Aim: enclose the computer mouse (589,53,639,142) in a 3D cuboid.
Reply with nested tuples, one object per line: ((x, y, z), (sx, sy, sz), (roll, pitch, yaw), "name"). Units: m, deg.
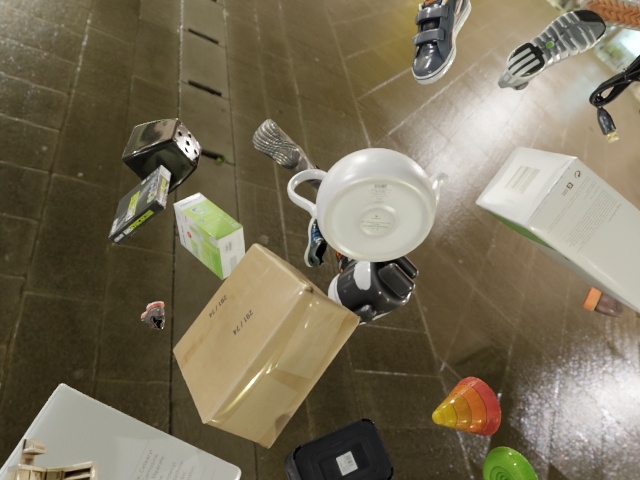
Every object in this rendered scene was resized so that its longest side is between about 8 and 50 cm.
((0.571, -0.185, 0.821), (0.060, 0.184, 0.262), (-31, 89, -18), "computer mouse")

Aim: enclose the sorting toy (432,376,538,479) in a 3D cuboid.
((0.317, 0.450, 0.914), (0.126, 0.127, 0.366), (-2, 55, -30), "sorting toy")

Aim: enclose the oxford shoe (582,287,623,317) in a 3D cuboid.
((0.805, 0.099, 1.283), (0.098, 0.097, 0.271), (28, 64, 29), "oxford shoe")

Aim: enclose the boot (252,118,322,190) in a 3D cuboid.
((-0.107, -0.300, 1.750), (0.222, 0.118, 0.338), (33, 15, -44), "boot")

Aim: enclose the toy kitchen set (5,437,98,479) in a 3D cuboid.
((-0.343, 0.288, 0.617), (0.075, 0.083, 0.068), (-10, 61, 0), "toy kitchen set")

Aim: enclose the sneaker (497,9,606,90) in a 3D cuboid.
((0.469, -0.390, 1.006), (0.228, 0.132, 0.086), (-27, 84, -6), "sneaker")

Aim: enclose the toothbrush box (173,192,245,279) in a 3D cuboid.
((-0.422, -0.019, 1.829), (0.122, 0.206, 0.283), (-31, 52, -33), "toothbrush box")

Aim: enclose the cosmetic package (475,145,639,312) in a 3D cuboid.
((0.527, -0.023, 0.959), (0.365, 0.155, 0.197), (32, 9, -16), "cosmetic package")

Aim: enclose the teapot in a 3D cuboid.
((0.104, -0.093, 0.979), (0.256, 0.252, 0.187), (37, 31, -27), "teapot")

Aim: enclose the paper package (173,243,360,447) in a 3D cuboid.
((-0.128, 0.206, 1.022), (0.168, 0.325, 0.309), (37, -2, -33), "paper package")

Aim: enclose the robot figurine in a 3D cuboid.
((0.148, 0.139, 1.373), (0.209, 0.278, 0.174), (-2, 65, -46), "robot figurine")

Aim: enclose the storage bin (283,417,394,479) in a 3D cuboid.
((0.034, 0.434, 0.917), (0.180, 0.084, 0.122), (-14, 64, -24), "storage bin")

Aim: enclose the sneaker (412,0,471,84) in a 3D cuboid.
((0.320, -0.595, 1.339), (0.127, 0.126, 0.321), (40, 64, -43), "sneaker")

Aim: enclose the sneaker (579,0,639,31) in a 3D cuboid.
((0.686, -0.479, 0.950), (0.302, 0.108, 0.121), (21, 82, 5), "sneaker")

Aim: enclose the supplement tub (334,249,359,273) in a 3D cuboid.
((0.157, 0.047, 1.662), (0.207, 0.207, 0.338), (15, 41, -29), "supplement tub")

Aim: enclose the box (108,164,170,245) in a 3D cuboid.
((-0.506, -0.103, 1.345), (0.045, 0.184, 0.191), (46, 19, -36), "box")

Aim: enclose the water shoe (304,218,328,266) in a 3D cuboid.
((0.000, 0.000, 1.741), (0.073, 0.080, 0.203), (23, 70, -45), "water shoe")

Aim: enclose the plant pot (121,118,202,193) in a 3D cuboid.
((-0.496, -0.285, 1.549), (0.188, 0.167, 0.187), (52, 24, -40), "plant pot")

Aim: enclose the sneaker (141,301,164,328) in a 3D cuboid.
((-0.483, 0.234, 1.388), (0.061, 0.158, 0.065), (-11, 65, -27), "sneaker")

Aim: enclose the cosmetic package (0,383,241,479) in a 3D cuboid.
((-0.431, 0.540, 0.908), (0.393, 0.329, 0.327), (33, 47, -15), "cosmetic package")
